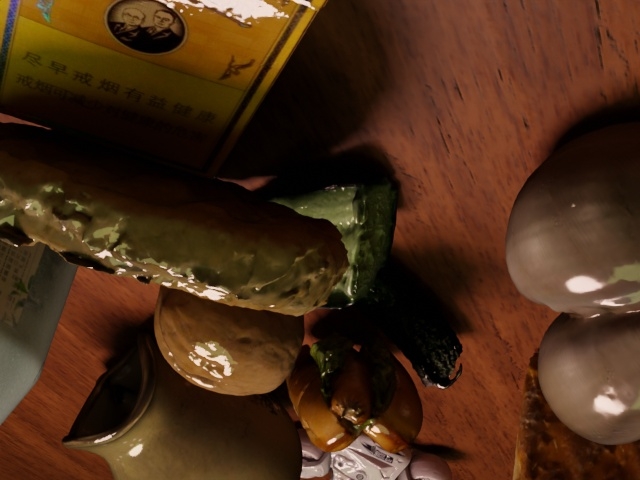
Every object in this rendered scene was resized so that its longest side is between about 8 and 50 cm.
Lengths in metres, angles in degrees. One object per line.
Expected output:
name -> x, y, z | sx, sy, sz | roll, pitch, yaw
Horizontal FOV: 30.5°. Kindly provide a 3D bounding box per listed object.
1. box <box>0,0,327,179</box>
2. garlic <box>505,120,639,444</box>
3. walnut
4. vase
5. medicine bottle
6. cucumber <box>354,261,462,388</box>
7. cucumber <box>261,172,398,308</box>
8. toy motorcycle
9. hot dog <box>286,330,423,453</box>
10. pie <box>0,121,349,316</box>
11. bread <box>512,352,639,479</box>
box -> -0.115, -0.160, 0.789 | 0.192, 0.084, 0.301 | 17, 154, -14
garlic -> 0.262, 0.028, 0.968 | 0.246, 0.231, 0.340 | -34, 170, -5
walnut -> -0.095, 0.087, 1.229 | 0.166, 0.149, 0.166 | 34, -178, -1
vase -> -0.203, 0.255, 1.562 | 0.302, 0.241, 0.329 | 40, 170, -25
medicine bottle -> -0.397, 0.099, 1.195 | 0.245, 0.290, 0.245 | 10, 154, 5
cucumber -> 0.088, 0.078, 1.221 | 0.067, 0.067, 0.245 | -3, 149, 27
cucumber -> 0.000, 0.000, 1.079 | 0.193, 0.085, 0.115 | -10, 103, 40
toy motorcycle -> 0.067, 0.318, 1.697 | 0.254, 0.112, 0.112 | 10, 154, 5
hot dog -> 0.034, 0.150, 1.243 | 0.135, 0.100, 0.337 | 3, -177, -3
pie -> -0.138, -0.022, 0.937 | 0.339, 0.083, 0.339 | 16, -173, -2
bread -> 0.355, 0.293, 1.311 | 0.279, 0.279, 0.207 | 4, 156, 12
